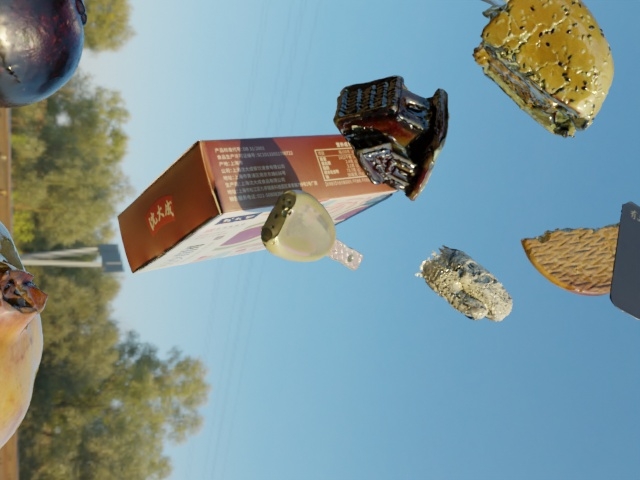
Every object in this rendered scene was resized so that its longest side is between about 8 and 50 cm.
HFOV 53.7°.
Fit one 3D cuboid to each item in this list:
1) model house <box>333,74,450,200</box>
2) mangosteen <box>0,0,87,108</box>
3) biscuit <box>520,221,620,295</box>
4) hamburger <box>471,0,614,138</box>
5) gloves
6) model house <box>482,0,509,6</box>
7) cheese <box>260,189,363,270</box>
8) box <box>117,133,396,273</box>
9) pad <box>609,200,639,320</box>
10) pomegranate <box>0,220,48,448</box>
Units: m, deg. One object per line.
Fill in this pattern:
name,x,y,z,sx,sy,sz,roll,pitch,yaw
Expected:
model house,0.092,-0.155,0.899,0.106,0.152,0.165,127,-21,-47
mangosteen,-0.414,-0.260,0.742,0.228,0.266,0.228,163,-90,-76
biscuit,0.480,0.035,1.147,0.033,0.224,0.144,110,-35,-59
hamburger,0.422,-0.343,1.166,0.192,0.288,0.167,-50,178,9
gloves,0.239,0.073,1.021,0.153,0.114,0.070,42,-62,15
model house,0.465,-0.734,1.561,0.271,0.190,0.300,-49,160,-69
cheese,0.000,0.000,0.907,0.037,0.192,0.097,28,-91,45
box,-0.113,-0.068,1.142,0.345,0.385,0.122,-26,-102,49
pad,0.317,0.042,0.543,0.003,0.157,0.112,-49,-164,59
pomegranate,-0.327,0.070,0.452,0.264,0.265,0.264,-179,-90,-67
